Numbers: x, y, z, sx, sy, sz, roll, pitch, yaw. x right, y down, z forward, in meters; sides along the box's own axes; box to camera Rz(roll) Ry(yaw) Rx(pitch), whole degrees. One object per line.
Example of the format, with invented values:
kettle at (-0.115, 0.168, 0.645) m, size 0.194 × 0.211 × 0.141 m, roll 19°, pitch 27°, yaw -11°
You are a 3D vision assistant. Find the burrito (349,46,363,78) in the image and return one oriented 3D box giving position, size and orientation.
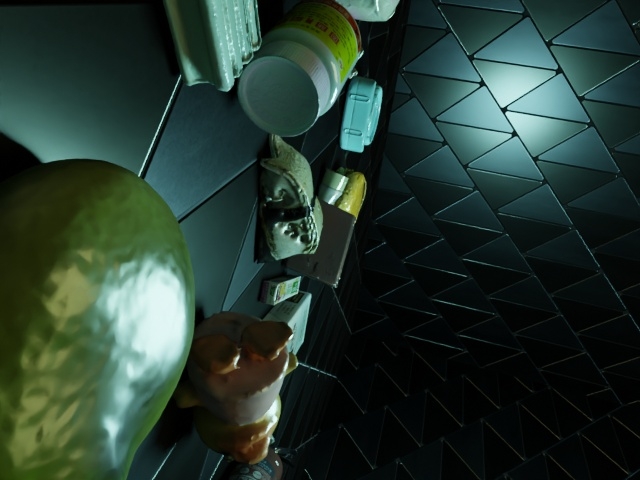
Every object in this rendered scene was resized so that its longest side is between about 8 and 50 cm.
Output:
burrito at (0.042, -0.450, 1.063) m, size 0.309 × 0.066 × 0.096 m, roll -15°, pitch 120°, yaw -75°

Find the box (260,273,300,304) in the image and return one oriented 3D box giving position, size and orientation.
box at (-0.090, 0.112, 1.106) m, size 0.207 × 0.041 × 0.050 m, roll -1°, pitch 101°, yaw -80°

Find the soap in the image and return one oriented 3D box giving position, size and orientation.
soap at (-0.113, -0.266, 0.468) m, size 0.198 × 0.063 × 0.114 m, roll 90°, pitch 15°, yaw -50°

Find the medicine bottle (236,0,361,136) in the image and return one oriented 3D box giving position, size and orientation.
medicine bottle at (-0.027, -0.267, 0.716) m, size 0.139 × 0.139 × 0.225 m, roll 92°, pitch 15°, yaw -45°

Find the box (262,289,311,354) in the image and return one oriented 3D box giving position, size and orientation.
box at (-0.093, 0.233, 1.166) m, size 0.243 × 0.067 × 0.155 m, roll -45°, pitch 145°, yaw -71°

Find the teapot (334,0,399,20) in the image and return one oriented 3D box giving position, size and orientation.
teapot at (0.053, -0.489, 0.801) m, size 0.163 × 0.178 × 0.221 m, roll 63°, pitch 43°, yaw -64°

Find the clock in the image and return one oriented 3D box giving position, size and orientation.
clock at (0.139, -0.414, 1.532) m, size 0.274 × 0.094 × 0.223 m, roll -50°, pitch 152°, yaw -66°

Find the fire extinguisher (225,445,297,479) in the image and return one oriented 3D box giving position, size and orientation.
fire extinguisher at (-0.155, 0.567, 1.058) m, size 0.337 × 0.135 × 0.114 m, roll -46°, pitch 153°, yaw -72°

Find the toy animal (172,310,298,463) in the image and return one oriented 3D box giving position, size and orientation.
toy animal at (-0.133, 0.236, 0.740) m, size 0.169 × 0.195 × 0.281 m, roll -131°, pitch -144°, yaw -51°

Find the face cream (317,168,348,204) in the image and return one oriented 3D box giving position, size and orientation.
face cream at (0.006, -0.091, 1.354) m, size 0.224 × 0.070 × 0.114 m, roll -67°, pitch 171°, yaw 11°

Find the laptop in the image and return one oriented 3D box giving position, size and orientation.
laptop at (0.000, 0.000, 1.188) m, size 0.026 × 0.154 × 0.207 m, roll -37°, pitch -148°, yaw 62°

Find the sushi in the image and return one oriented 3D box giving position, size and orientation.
sushi at (-0.048, -0.079, 0.908) m, size 0.134 × 0.109 × 0.273 m, roll -62°, pitch 161°, yaw -57°

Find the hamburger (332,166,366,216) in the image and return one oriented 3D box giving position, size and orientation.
hamburger at (0.075, -0.132, 1.525) m, size 0.214 × 0.108 × 0.214 m, roll 17°, pitch 90°, yaw -77°

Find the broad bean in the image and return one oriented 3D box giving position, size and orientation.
broad bean at (-0.188, 0.084, 0.356) m, size 0.238 × 0.119 × 0.291 m, roll 25°, pitch 75°, yaw -70°
